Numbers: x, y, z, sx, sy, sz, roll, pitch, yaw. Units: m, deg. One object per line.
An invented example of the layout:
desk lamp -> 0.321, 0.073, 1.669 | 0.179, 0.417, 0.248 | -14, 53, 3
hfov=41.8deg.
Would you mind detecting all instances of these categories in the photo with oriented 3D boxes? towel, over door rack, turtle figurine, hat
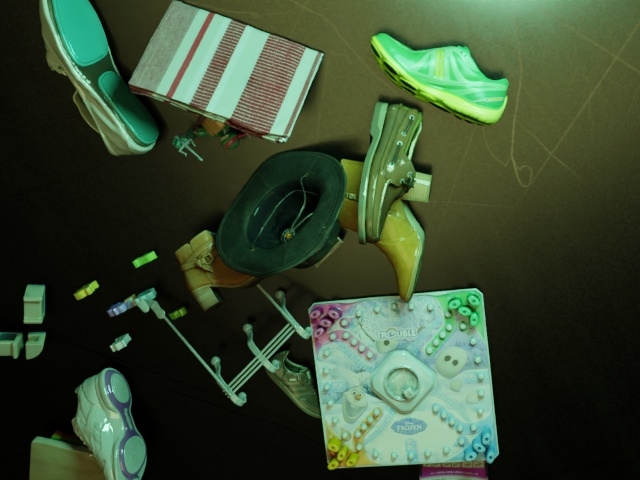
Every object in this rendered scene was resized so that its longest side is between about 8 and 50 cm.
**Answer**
towel -> -0.183, -0.336, 1.658 | 0.328, 0.237, 0.037 | 20, 153, 1
over door rack -> -0.204, 0.170, 1.870 | 0.324, 0.108, 0.239 | 45, 98, 6
turtle figurine -> -0.235, -0.256, 1.727 | 0.175, 0.118, 0.234 | -39, 88, 19
hat -> -0.051, -0.033, 1.726 | 0.331, 0.331, 0.134 | -34, 132, 18

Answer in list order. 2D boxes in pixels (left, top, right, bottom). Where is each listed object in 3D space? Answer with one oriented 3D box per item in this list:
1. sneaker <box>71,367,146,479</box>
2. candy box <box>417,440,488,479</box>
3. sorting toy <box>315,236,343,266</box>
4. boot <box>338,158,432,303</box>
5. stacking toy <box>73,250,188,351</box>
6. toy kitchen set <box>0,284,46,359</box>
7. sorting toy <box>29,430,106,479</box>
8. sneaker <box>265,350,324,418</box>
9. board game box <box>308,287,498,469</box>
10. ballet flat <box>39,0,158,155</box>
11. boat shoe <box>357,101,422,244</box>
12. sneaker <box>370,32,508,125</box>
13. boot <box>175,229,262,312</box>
sneaker -> -0.506, 0.466, 1.994 | 0.152, 0.114, 0.305 | -22, 71, 22
candy box -> 0.311, 0.553, 1.957 | 0.159, 0.071, 0.234 | -1, 108, 10
sorting toy -> 0.000, 0.000, 1.826 | 0.075, 0.045, 0.083 | 46, 110, -1
boot -> 0.117, -0.022, 1.777 | 0.211, 0.104, 0.295 | 8, 105, 11
stacking toy -> -0.435, 0.143, 1.932 | 0.221, 0.052, 0.167 | -26, 104, 15
toy kitchen set -> -0.756, 0.180, 1.977 | 0.207, 0.122, 0.166 | 1, 110, -14
sorting toy -> -0.588, 0.612, 2.100 | 0.257, 0.089, 0.256 | 11, 111, 4
sneaker -> -0.041, 0.333, 1.934 | 0.188, 0.066, 0.071 | 42, 109, -8
board game box -> 0.182, 0.317, 1.864 | 0.389, 0.050, 0.390 | -6, 97, 11
ballet flat -> -0.487, -0.346, 1.737 | 0.139, 0.139, 0.400 | -25, 105, 16
boat shoe -> 0.138, -0.135, 1.647 | 0.104, 0.111, 0.307 | 8, 72, 6
sneaker -> 0.234, -0.333, 1.654 | 0.295, 0.109, 0.124 | 28, 88, 0
boot -> -0.204, 0.042, 1.778 | 0.197, 0.073, 0.152 | -30, 78, 1
